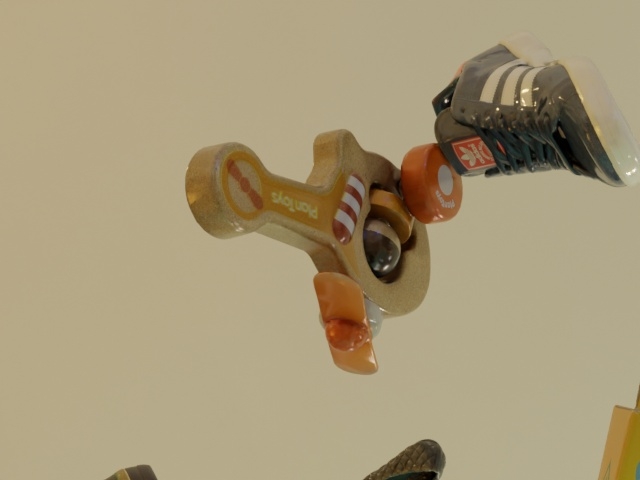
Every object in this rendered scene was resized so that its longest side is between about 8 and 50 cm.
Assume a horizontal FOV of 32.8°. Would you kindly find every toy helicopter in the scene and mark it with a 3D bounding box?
[{"bbox_3d":[0.000,0.000,1.040,0.140,0.355,0.234,-8,-106,36],"label":"toy helicopter"}]

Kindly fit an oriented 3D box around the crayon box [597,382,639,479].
[{"bbox_3d":[0.371,0.292,1.069,0.202,0.081,0.318,15,-96,2],"label":"crayon box"}]

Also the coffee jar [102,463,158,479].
[{"bbox_3d":[-0.280,0.341,1.319,0.184,0.079,0.096,-15,-64,-19],"label":"coffee jar"}]

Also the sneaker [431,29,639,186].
[{"bbox_3d":[0.198,-0.105,1.064,0.148,0.350,0.131,-30,-72,4],"label":"sneaker"}]

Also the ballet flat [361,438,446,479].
[{"bbox_3d":[0.080,0.293,1.263,0.057,0.049,0.173,35,-62,-8],"label":"ballet flat"}]
